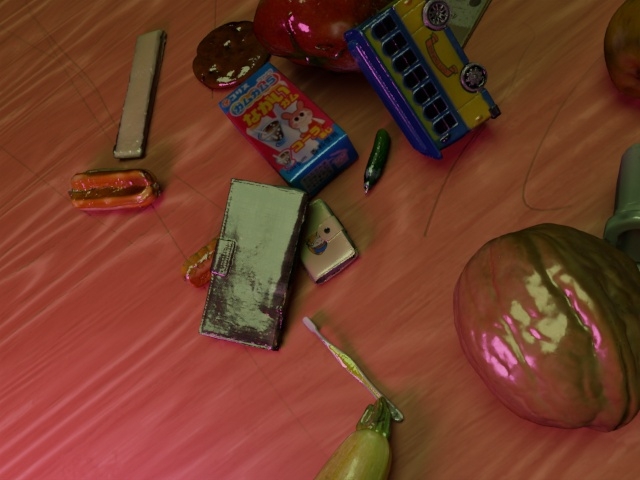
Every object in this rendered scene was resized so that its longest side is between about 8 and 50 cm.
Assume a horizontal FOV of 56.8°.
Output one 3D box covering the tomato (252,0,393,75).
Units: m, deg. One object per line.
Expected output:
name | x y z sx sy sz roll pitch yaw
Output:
tomato | 0.008 -0.490 1.248 0.303 0.303 0.239 18 96 26

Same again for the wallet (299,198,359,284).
wallet | 0.000 0.000 1.183 0.110 0.039 0.155 -36 59 6

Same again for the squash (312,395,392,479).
squash | 0.051 0.390 0.940 0.137 0.137 0.287 30 77 29

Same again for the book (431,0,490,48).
book | 0.275 -0.481 1.313 0.138 0.016 0.198 24 77 28

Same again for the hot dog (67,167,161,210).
hot dog | -0.490 -0.120 1.402 0.250 0.076 0.104 -4 85 22

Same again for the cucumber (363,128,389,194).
cucumber | 0.116 -0.165 1.218 0.037 0.037 0.155 9 71 23

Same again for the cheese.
cheese | -0.464 -0.385 1.533 0.085 0.034 0.400 -5 66 13

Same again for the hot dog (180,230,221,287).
hot dog | -0.168 -0.009 1.230 0.289 0.083 0.068 -37 41 1

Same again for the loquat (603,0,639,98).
loquat | 0.619 -0.368 1.034 0.213 0.213 0.246 29 78 28

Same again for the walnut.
walnut | 0.349 0.126 0.870 0.252 0.277 0.313 -45 59 40

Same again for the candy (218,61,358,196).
candy | -0.074 -0.241 1.286 0.157 0.100 0.306 -41 59 0

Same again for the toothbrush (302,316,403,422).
toothbrush | 0.053 0.227 1.067 0.022 0.026 0.263 -48 60 3

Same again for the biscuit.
biscuit | -0.223 -0.466 1.477 0.212 0.036 0.212 -7 65 16

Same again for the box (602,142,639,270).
box | 0.608 -0.047 0.917 0.312 0.175 0.182 4 59 22

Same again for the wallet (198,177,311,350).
wallet | -0.128 0.043 1.157 0.169 0.044 0.317 11 85 8

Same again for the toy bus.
toy bus | 0.191 -0.313 1.113 0.175 0.287 0.138 -37 17 1
